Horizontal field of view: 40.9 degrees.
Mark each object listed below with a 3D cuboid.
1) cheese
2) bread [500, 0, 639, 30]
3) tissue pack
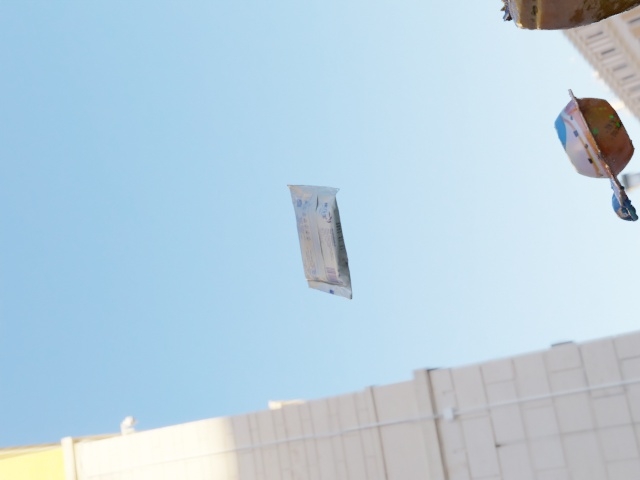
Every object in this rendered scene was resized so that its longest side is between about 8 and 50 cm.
[{"bbox_3d":[0.599,-0.179,1.822,0.329,0.129,0.217,53,-158,-29],"label":"cheese"},{"bbox_3d":[0.295,-0.321,0.881,0.210,0.235,0.099,74,173,-54],"label":"bread"},{"bbox_3d":[0.000,0.000,1.452,0.026,0.122,0.193,-20,-71,-35],"label":"tissue pack"}]
